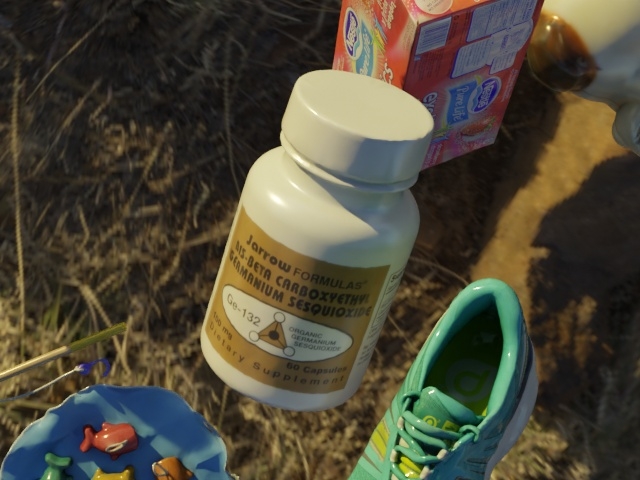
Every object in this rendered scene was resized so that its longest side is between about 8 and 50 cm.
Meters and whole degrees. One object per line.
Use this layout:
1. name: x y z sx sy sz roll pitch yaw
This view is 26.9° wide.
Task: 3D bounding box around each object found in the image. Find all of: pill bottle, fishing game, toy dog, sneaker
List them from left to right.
1. fishing game: -0.153 0.201 1.019 0.189 0.041 0.264 -18 99 1
2. pill bottle: 0.000 0.000 0.977 0.131 0.131 0.229 12 120 -11
3. sneaker: 0.064 0.143 0.864 0.107 0.110 0.275 18 62 15
4. toy dog: 0.452 -0.221 1.657 0.408 0.395 0.285 25 89 11

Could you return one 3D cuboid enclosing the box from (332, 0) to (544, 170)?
1. box: 0.115 -0.209 1.401 0.154 0.300 0.142 -21 66 -14
